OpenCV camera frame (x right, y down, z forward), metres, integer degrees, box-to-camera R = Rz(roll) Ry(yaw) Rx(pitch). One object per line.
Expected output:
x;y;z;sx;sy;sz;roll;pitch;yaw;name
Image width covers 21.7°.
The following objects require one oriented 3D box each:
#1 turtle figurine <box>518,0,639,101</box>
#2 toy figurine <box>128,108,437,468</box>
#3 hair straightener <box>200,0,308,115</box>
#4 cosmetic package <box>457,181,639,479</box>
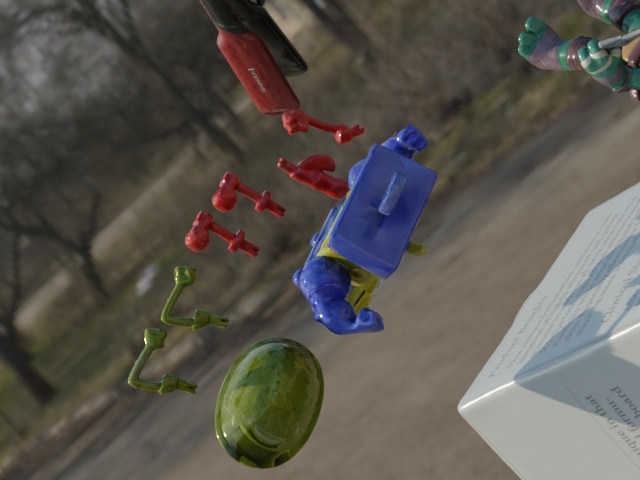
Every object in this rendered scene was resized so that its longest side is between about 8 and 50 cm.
0.291;-0.173;1.460;0.175;0.118;0.234;-31;32;-24;turtle figurine
0.000;0.000;1.470;0.363;0.191;0.217;-62;11;-28;toy figurine
-0.074;-0.203;1.345;0.047;0.230;0.089;-8;52;30;hair straightener
0.411;0.106;1.525;0.393;0.327;0.329;-34;13;50;cosmetic package
